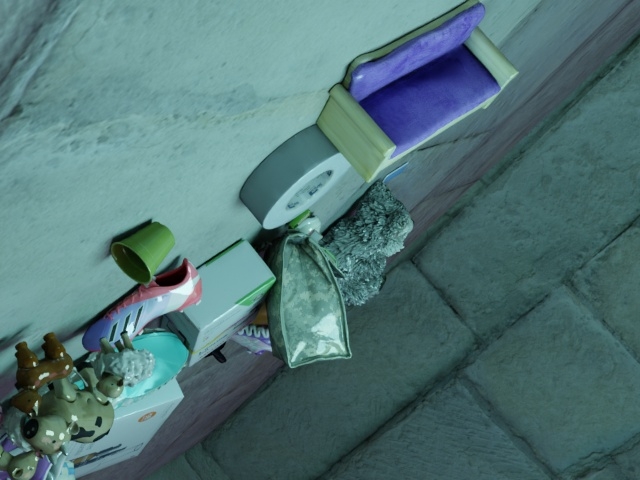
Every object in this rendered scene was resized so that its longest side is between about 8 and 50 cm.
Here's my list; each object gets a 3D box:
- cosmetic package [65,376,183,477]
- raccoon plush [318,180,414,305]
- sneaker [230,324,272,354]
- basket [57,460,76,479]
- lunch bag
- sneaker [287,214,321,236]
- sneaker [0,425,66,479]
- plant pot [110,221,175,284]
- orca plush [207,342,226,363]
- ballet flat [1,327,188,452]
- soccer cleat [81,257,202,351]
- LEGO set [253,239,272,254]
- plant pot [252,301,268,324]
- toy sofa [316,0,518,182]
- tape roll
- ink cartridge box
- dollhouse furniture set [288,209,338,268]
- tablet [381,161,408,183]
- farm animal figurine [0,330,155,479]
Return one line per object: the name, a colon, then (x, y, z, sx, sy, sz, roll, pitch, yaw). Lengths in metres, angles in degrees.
cosmetic package: (-0.521, 0.450, 2.138, 0.284, 0.097, 0.377, -16, 157, -38)
raccoon plush: (0.051, 0.042, 2.321, 0.446, 0.216, 0.299, -33, 159, -31)
sneaker: (-0.182, 0.239, 2.272, 0.095, 0.237, 0.104, -51, 138, -52)
basket: (-0.631, 0.621, 1.944, 0.255, 0.288, 0.201, -6, 162, 18)
lunch bag: (-0.039, 0.117, 1.982, 0.169, 0.286, 0.235, -9, 180, -12)
sneaker: (-0.046, 0.064, 2.180, 0.110, 0.118, 0.292, -27, 148, -46)
sneaker: (-0.636, 0.478, 1.842, 0.282, 0.161, 0.102, -41, 171, 15)
plant pot: (-0.272, 0.012, 1.419, 0.079, 0.083, 0.083, -48, 176, -34)
orca plush: (-0.297, 0.298, 2.401, 0.151, 0.102, 0.287, -39, 169, -5)
ballet flat: (-0.463, 0.289, 1.830, 0.409, 0.147, 0.147, -26, 163, -40)
soccer cleat: (-0.334, 0.119, 1.670, 0.248, 0.083, 0.095, -27, 129, -20)
LEGO set: (-0.145, 0.020, 2.017, 0.083, 0.023, 0.054, -27, 168, 5)
plant pot: (-0.177, 0.146, 2.171, 0.095, 0.134, 0.134, -13, 158, -23)
toy sofa: (0.184, -0.269, 1.592, 0.363, 0.150, 0.177, -33, 169, -32)
tape roll: (-0.041, -0.117, 1.659, 0.219, 0.072, 0.219, -38, 170, -8)
ink cartridge box: (-0.228, 0.141, 1.955, 0.201, 0.117, 0.278, -35, 169, -24)
dollhouse furniture set: (0.000, 0.000, 2.042, 0.058, 0.152, 0.076, -45, 170, -14)
tablet: (0.195, -0.176, 2.390, 0.083, 0.006, 0.054, -33, 168, -29)
farm animal figurine: (-0.468, 0.308, 1.519, 0.330, 0.172, 0.327, -40, 160, 25)
